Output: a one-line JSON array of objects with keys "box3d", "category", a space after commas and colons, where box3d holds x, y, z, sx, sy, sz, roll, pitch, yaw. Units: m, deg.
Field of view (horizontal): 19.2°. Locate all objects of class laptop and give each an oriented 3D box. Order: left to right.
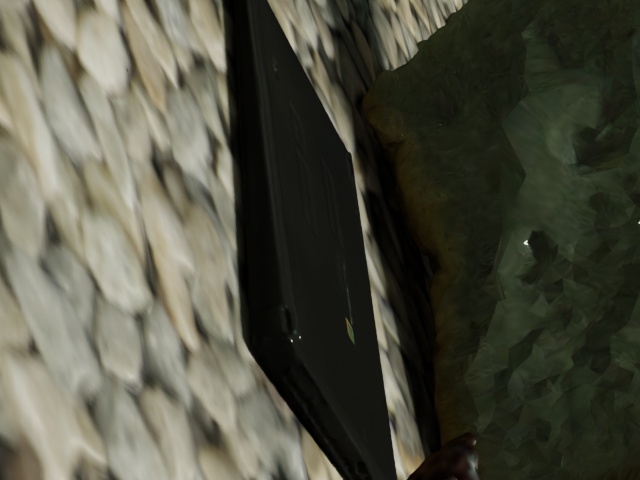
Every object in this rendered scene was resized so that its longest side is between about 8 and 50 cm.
[{"box3d": [0.000, 0.000, 0.746, 0.135, 0.016, 0.197, 58, 20, -47], "category": "laptop"}]

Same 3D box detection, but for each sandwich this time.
[{"box3d": [0.164, -0.021, 0.888, 0.131, 0.262, 0.325, 41, 34, -61], "category": "sandwich"}]

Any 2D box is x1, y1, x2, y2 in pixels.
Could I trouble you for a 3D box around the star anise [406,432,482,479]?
[{"box3d": [0.044, 0.171, 0.589, 0.234, 0.073, 0.177, -94, 175, -53], "category": "star anise"}]
